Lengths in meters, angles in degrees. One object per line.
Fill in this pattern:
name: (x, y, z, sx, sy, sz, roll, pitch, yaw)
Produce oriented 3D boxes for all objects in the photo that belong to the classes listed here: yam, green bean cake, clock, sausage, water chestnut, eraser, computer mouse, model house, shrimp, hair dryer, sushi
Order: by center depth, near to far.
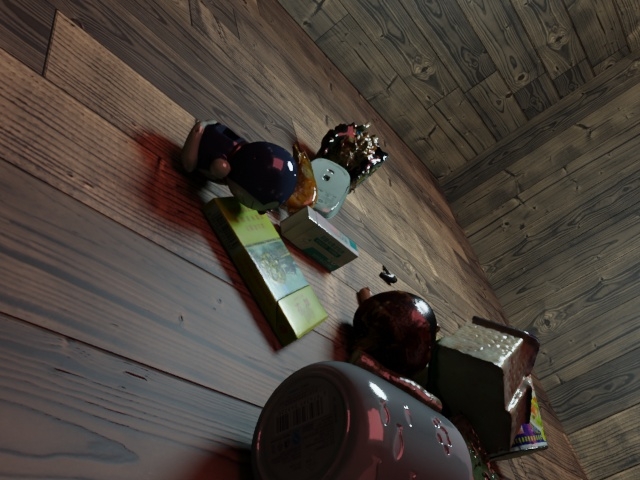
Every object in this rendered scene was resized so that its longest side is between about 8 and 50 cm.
clock: (-0.166, -0.156, 1.217, 0.243, 0.147, 0.199, 27, 14, 8)
yam: (0.179, 0.339, 1.355, 0.252, 0.061, 0.061, 33, 25, -9)
green bean cake: (0.339, 0.560, 1.389, 0.241, 0.132, 0.255, 21, 40, -63)
water chestnut: (0.173, 0.236, 1.434, 0.224, 0.238, 0.224, 48, -26, 32)
eraser: (0.000, 0.000, 1.511, 0.225, 0.095, 0.052, 38, 31, -41)
shrimp: (-0.077, -0.169, 1.566, 0.150, 0.068, 0.249, 14, 46, -11)
model house: (0.466, 0.367, 1.569, 0.284, 0.243, 0.299, -28, 122, -38)
sausage: (0.147, 0.208, 1.608, 0.043, 0.043, 0.186, 34, 29, -46)
computer mouse: (-0.006, -0.142, 1.699, 0.159, 0.097, 0.288, 30, 39, 0)
hair dryer: (0.220, 0.108, 1.956, 0.079, 0.031, 0.083, 27, 20, -37)
sushi: (0.093, -0.290, 1.997, 0.219, 0.225, 0.238, 47, 39, -5)

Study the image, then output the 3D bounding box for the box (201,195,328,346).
box: (-0.114, 0.054, 1.246, 0.335, 0.047, 0.187, 59, 20, 5)

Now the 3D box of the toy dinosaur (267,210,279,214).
toy dinosaur: (-0.160, -0.130, 1.423, 0.082, 0.039, 0.209, 19, 31, -54)

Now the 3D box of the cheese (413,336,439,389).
cheese: (0.310, 0.345, 1.696, 0.123, 0.093, 0.167, 53, 22, -36)

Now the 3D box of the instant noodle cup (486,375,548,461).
instant noodle cup: (0.556, 0.510, 1.794, 0.284, 0.284, 0.313, 28, 43, -52)

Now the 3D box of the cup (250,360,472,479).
cup: (0.039, 0.379, 0.872, 0.274, 0.259, 0.357, 39, 57, -35)
